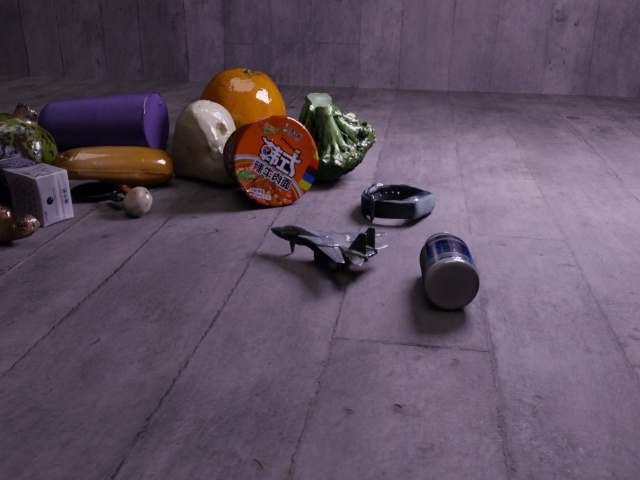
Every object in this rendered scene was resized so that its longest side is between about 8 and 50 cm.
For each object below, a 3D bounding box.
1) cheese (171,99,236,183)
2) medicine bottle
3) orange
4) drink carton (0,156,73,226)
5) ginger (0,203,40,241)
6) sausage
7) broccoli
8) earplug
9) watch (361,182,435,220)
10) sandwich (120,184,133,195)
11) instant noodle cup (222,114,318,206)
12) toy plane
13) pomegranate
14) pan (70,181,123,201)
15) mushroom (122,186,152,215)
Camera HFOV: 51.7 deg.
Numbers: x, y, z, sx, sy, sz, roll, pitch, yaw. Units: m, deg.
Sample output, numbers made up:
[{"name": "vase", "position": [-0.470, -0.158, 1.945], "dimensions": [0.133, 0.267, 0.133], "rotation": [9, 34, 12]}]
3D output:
[{"name": "cheese", "position": [-0.329, -0.296, 2.015], "dimensions": [0.251, 0.248, 0.173], "rotation": [25, 33, 34]}, {"name": "medicine bottle", "position": [0.256, 0.052, 1.334], "dimensions": [0.106, 0.107, 0.191], "rotation": [2, 22, 3]}, {"name": "orange", "position": [-0.272, -0.454, 2.322], "dimensions": [0.311, 0.312, 0.312], "rotation": [1, 22, 0]}, {"name": "drink carton", "position": [-0.757, -0.129, 1.719], "dimensions": [0.222, 0.134, 0.101], "rotation": [16, 26, 31]}, {"name": "ginger", "position": [-0.784, -0.044, 1.607], "dimensions": [0.290, 0.084, 0.122], "rotation": [15, 4, 40]}, {"name": "sausage", "position": [-0.604, -0.217, 1.905], "dimensions": [0.353, 0.116, 0.134], "rotation": [-3, 29, -37]}, {"name": "broccoli", "position": [0.019, -0.314, 2.041], "dimensions": [0.307, 0.275, 0.308], "rotation": [-4, 47, 4]}, {"name": "earplug", "position": [-0.785, -0.414, 2.345], "dimensions": [0.455, 0.215, 0.215], "rotation": [1, 22, 10]}, {"name": "watch", "position": [0.197, -0.104, 1.776], "dimensions": [0.192, 0.069, 0.206], "rotation": [10, 20, 29]}, {"name": "sandwich", "position": [-0.520, -0.125, 1.825], "dimensions": [0.069, 0.026, 0.101], "rotation": [27, 7, -28]}, {"name": "instant noodle cup", "position": [-0.156, -0.230, 1.873], "dimensions": [0.250, 0.251, 0.192], "rotation": [-9, 14, -23]}, {"name": "toy plane", "position": [0.001, 0.011, 1.473], "dimensions": [0.267, 0.088, 0.212], "rotation": [4, 20, 31]}, {"name": "pomegranate", "position": [-0.879, -0.261, 1.886], "dimensions": [0.254, 0.271, 0.254], "rotation": [29, 6, -4]}, {"name": "pan", "position": [-0.612, -0.127, 1.856], "dimensions": [0.136, 0.028, 0.235], "rotation": [-18, 25, -36]}, {"name": "mushroom", "position": [-0.481, -0.100, 1.746], "dimensions": [0.083, 0.067, 0.084], "rotation": [-16, 47, 18]}]
